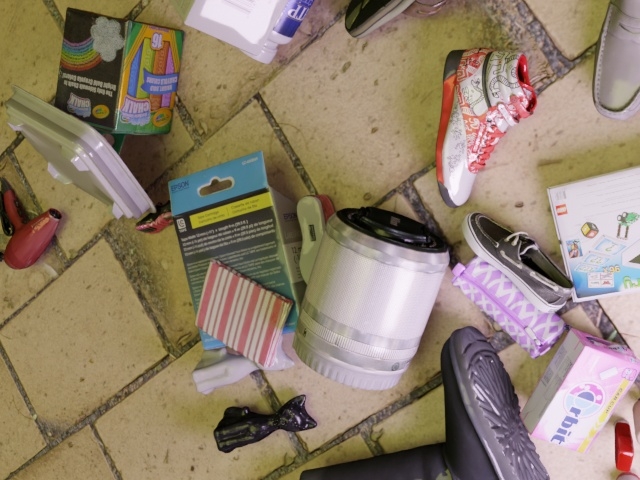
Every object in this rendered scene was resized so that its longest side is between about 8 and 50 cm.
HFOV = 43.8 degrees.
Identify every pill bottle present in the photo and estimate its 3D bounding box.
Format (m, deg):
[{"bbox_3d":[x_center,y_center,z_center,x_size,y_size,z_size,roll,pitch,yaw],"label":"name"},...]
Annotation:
[{"bbox_3d":[-0.085,-0.434,1.492,0.112,0.112,0.186,42,114,19],"label":"pill bottle"}]

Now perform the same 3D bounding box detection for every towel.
[{"bbox_3d":[-0.150,0.137,1.511,0.197,0.029,0.144,26,109,27],"label":"towel"}]

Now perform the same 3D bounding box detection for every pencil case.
[{"bbox_3d":[0.315,0.110,1.336,0.206,0.088,0.086,43,124,20],"label":"pencil case"}]

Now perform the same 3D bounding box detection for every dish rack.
[{"bbox_3d":[-0.514,-0.169,1.661,0.333,0.285,0.072,29,70,33],"label":"dish rack"}]

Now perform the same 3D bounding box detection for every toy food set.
[{"bbox_3d":[0.523,0.335,1.257,0.111,0.104,0.232,4,115,16],"label":"toy food set"}]

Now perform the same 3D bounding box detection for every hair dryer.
[{"bbox_3d":[-0.738,-0.041,1.919,0.294,0.080,0.223,2,95,29],"label":"hair dryer"}]

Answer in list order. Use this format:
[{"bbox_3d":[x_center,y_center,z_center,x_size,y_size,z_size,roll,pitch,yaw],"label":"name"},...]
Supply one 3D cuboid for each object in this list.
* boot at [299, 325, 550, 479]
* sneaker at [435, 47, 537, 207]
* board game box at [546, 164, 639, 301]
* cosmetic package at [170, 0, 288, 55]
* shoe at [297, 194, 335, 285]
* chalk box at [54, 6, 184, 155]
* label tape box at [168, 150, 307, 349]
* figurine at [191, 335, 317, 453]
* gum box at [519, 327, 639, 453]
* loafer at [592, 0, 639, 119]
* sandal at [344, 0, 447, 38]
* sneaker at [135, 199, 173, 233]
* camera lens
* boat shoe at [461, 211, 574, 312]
[{"bbox_3d":[0.150,0.392,1.439,0.445,0.146,0.367,-26,81,33],"label":"boot"},{"bbox_3d":[0.278,-0.186,1.325,0.145,0.090,0.270,5,95,31],"label":"sneaker"},{"bbox_3d":[0.524,-0.025,1.224,0.305,0.053,0.193,-13,88,30],"label":"board game box"},{"bbox_3d":[-0.182,-0.506,1.423,0.197,0.155,0.365,-57,36,22],"label":"cosmetic package"},{"bbox_3d":[0.000,0.000,1.507,0.064,0.081,0.178,-4,96,23],"label":"shoe"},{"bbox_3d":[-0.423,-0.316,1.659,0.180,0.179,0.288,18,105,26],"label":"chalk box"},{"bbox_3d":[-0.147,0.022,1.575,0.249,0.115,0.347,-15,86,30],"label":"label tape box"},{"bbox_3d":[-0.130,0.304,1.606,0.209,0.092,0.214,-18,94,21],"label":"figurine"},{"bbox_3d":[0.417,0.239,1.278,0.107,0.062,0.188,20,109,-13],"label":"gum box"},{"bbox_3d":[0.475,-0.340,1.186,0.112,0.111,0.319,17,103,27],"label":"loafer"},{"bbox_3d":[0.168,-0.432,1.369,0.303,0.086,0.120,-18,53,46],"label":"sandal"},{"bbox_3d":[-0.355,-0.053,1.729,0.119,0.047,0.057,-20,63,29],"label":"sneaker"},{"bbox_3d":[0.087,0.092,1.385,0.219,0.219,0.274,24,106,25],"label":"camera lens"},{"bbox_3d":[0.327,0.019,1.310,0.219,0.078,0.070,45,143,21],"label":"boat shoe"}]
